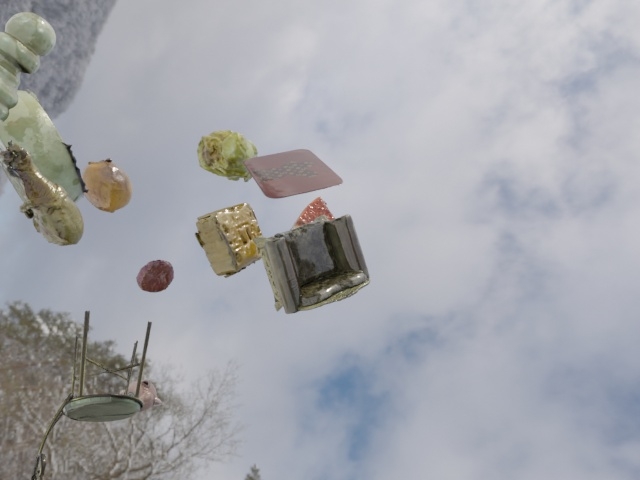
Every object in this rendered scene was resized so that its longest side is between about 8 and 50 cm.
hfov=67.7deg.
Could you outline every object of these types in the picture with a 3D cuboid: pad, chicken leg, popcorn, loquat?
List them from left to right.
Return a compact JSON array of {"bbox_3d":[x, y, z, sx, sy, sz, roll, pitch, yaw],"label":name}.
[{"bbox_3d":[-0.565,-0.087,0.962,0.088,0.228,0.103,-44,-157,-31],"label":"chicken leg"},{"bbox_3d":[-0.946,-0.237,2.109,0.238,0.193,0.238,26,-52,39],"label":"loquat"},{"bbox_3d":[-0.372,-0.334,1.867,0.225,0.286,0.174,6,-97,8],"label":"popcorn"},{"bbox_3d":[-0.071,-0.162,1.115,0.267,0.181,0.004,-129,-150,-55],"label":"pad"}]

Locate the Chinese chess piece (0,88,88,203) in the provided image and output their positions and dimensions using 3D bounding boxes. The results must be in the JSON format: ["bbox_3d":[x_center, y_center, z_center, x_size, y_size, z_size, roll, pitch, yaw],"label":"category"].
[{"bbox_3d":[-0.798,-0.238,1.319,0.349,0.146,0.349,35,-38,32],"label":"Chinese chess piece"}]

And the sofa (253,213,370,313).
[{"bbox_3d":[-0.010,0.047,1.175,0.182,0.258,0.200,-12,-84,57],"label":"sofa"}]

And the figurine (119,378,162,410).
[{"bbox_3d":[-0.696,0.603,1.844,0.138,0.125,0.125,-16,-115,12],"label":"figurine"}]

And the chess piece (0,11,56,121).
[{"bbox_3d":[-0.688,-0.397,1.050,0.133,0.133,0.243,21,-105,49],"label":"chess piece"}]

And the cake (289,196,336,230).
[{"bbox_3d":[0.000,0.000,1.694,0.262,0.159,0.158,54,-27,13],"label":"cake"}]

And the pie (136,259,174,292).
[{"bbox_3d":[-0.650,0.144,1.883,0.154,0.153,0.038,-59,-137,21],"label":"pie"}]

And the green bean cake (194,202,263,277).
[{"bbox_3d":[-0.304,-0.006,1.669,0.131,0.224,0.230,-17,-82,31],"label":"green bean cake"}]

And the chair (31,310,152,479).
[{"bbox_3d":[-0.425,0.315,0.903,0.160,0.170,0.326,-46,-140,42],"label":"chair"}]
